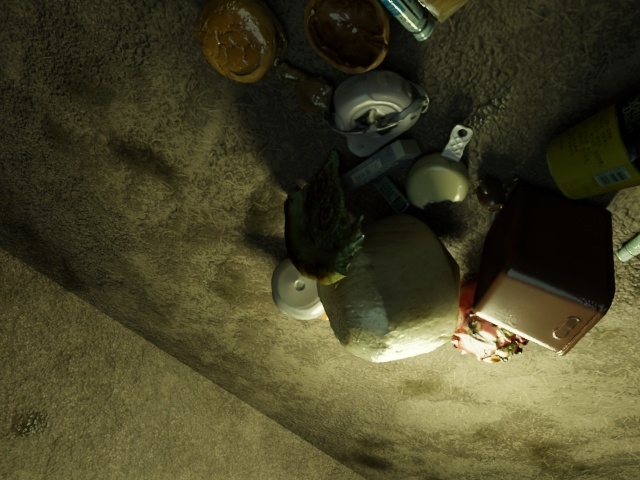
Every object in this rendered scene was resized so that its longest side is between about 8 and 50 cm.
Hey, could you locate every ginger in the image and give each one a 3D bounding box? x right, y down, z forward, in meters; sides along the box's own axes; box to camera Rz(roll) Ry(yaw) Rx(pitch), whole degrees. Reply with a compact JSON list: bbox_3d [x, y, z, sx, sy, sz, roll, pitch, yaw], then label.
[{"bbox_3d":[-0.040,-0.372,1.238,0.165,0.067,0.096,32,138,11],"label":"ginger"}]

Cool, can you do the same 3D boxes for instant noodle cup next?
[{"bbox_3d":[0.617,-0.190,1.038,0.215,0.216,0.236,43,141,-20],"label":"instant noodle cup"}]

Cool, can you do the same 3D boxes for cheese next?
[{"bbox_3d":[0.296,-0.186,1.263,0.163,0.071,0.249,5,134,18],"label":"cheese"}]

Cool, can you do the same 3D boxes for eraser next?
[{"bbox_3d":[0.152,-0.193,1.301,0.212,0.091,0.046,-29,81,41],"label":"eraser"}]

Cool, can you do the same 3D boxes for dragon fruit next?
[{"bbox_3d":[0.488,0.202,1.427,0.268,0.250,0.291,25,152,3],"label":"dragon fruit"}]

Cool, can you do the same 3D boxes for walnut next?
[{"bbox_3d":[0.070,-0.459,1.075,0.211,0.087,0.167,37,128,16],"label":"walnut"}]

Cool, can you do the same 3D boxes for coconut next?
[{"bbox_3d":[0.208,0.128,1.384,0.415,0.416,0.344,30,159,-6],"label":"coconut"}]

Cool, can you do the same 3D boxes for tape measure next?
[{"bbox_3d":[0.120,-0.306,1.165,0.197,0.120,0.236,21,144,-40],"label":"tape measure"}]

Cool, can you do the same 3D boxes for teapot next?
[{"bbox_3d":[0.446,-0.127,1.254,0.110,0.080,0.085,-25,149,24],"label":"teapot"}]

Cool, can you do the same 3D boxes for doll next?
[{"bbox_3d":[-0.050,0.171,1.708,0.251,0.221,0.221,45,138,10],"label":"doll"}]

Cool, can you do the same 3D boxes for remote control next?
[{"bbox_3d":[0.193,-0.132,1.368,0.124,0.017,0.053,52,135,8],"label":"remote control"}]

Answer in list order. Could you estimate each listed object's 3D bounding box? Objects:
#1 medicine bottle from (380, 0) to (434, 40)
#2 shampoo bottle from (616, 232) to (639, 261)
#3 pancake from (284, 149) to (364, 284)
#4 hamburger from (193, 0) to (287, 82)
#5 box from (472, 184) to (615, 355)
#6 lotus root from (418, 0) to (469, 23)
[{"bbox_3d":[0.159,-0.477,1.001,0.051,0.051,0.191,-21,146,37],"label":"medicine bottle"},{"bbox_3d":[0.818,-0.012,1.226,0.069,0.041,0.191,27,137,-10],"label":"shampoo bottle"},{"bbox_3d":[-0.009,-0.043,1.330,0.066,0.427,0.305,14,128,-26],"label":"pancake"},{"bbox_3d":[-0.183,-0.479,1.170,0.213,0.108,0.214,14,133,16],"label":"hamburger"},{"bbox_3d":[0.530,0.056,1.207,0.229,0.340,0.240,22,137,6],"label":"box"},{"bbox_3d":[0.184,-0.532,0.868,0.192,0.272,0.272,-35,112,31],"label":"lotus root"}]
